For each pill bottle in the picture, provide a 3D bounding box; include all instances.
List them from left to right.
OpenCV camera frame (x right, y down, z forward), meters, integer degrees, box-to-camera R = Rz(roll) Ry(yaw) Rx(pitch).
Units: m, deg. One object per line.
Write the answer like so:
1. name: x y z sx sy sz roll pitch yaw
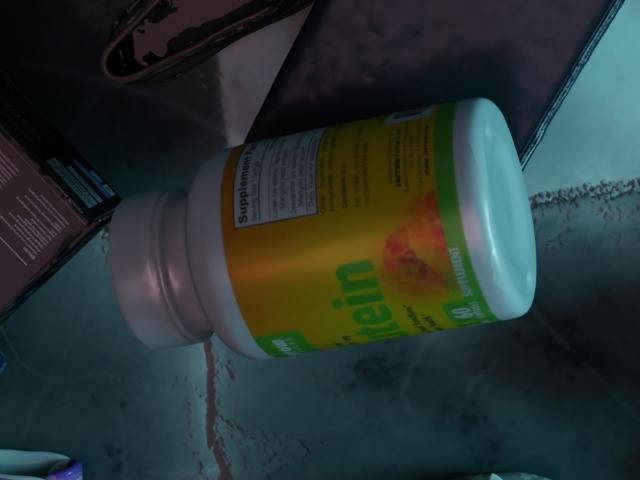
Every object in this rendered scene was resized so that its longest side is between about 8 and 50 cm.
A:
1. pill bottle: 0.000 0.000 1.134 0.245 0.136 0.136 -11 106 17

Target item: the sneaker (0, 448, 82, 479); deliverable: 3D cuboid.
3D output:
1. sneaker: -0.215 0.288 1.626 0.282 0.102 0.161 28 110 3

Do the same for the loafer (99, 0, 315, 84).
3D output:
1. loafer: -0.063 -0.201 1.425 0.267 0.084 0.096 -36 97 22

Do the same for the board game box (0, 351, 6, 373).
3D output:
1. board game box: -0.398 0.131 1.636 0.194 0.060 0.194 32 114 1

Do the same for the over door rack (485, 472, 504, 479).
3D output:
1. over door rack: 0.165 0.355 1.213 0.324 0.108 0.239 38 112 9

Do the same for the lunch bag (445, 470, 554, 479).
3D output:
1. lunch bag: 0.094 0.327 1.454 0.256 0.305 0.212 -37 97 23

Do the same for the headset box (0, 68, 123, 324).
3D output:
1. headset box: -0.349 -0.015 1.495 0.283 0.131 0.246 -44 92 8

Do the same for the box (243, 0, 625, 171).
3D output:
1. box: 0.102 -0.163 1.284 0.182 0.296 0.294 29 113 2
